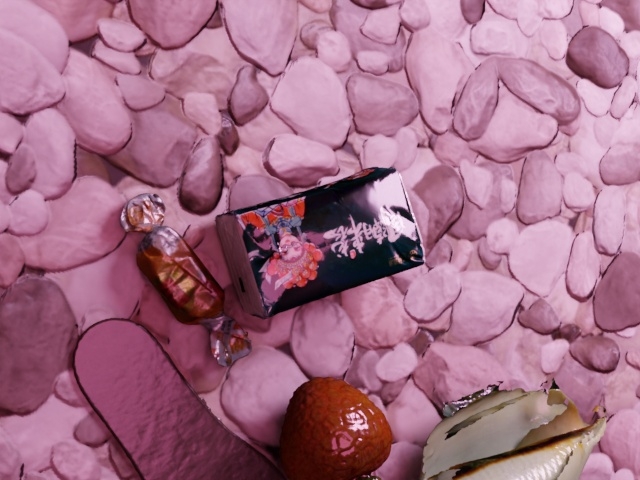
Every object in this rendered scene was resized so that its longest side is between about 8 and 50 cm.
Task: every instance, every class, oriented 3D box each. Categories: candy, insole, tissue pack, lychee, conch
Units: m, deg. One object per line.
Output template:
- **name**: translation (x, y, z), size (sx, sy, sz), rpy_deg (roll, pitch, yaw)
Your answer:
- **candy**: translation (-0.120, 0.039, 0.744), size (0.053, 0.046, 0.182), rpy_deg (-37, 101, -20)
- **insole**: translation (-0.115, 0.208, 0.767), size (0.111, 0.007, 0.328), rpy_deg (-40, 104, -19)
- **tissue pack**: translation (0.001, -0.001, 0.771), size (0.170, 0.090, 0.103), rpy_deg (-19, 94, -22)
- **lychee**: translation (0.011, 0.199, 0.767), size (0.114, 0.101, 0.140), rpy_deg (-10, 93, -32)
- **conch**: translation (0.187, 0.223, 0.834), size (0.251, 0.143, 0.137), rpy_deg (-54, 150, -27)
